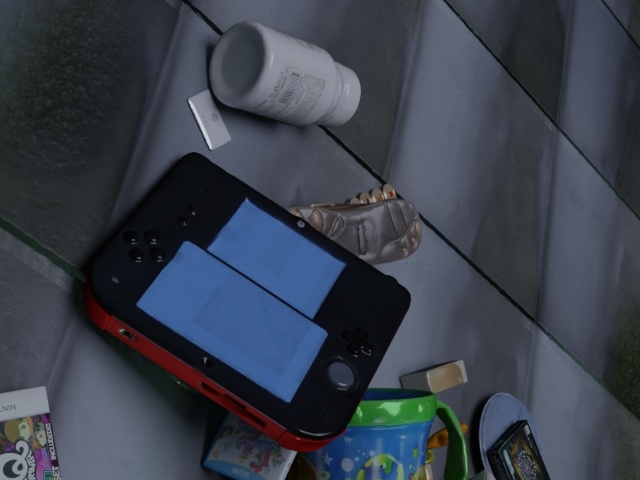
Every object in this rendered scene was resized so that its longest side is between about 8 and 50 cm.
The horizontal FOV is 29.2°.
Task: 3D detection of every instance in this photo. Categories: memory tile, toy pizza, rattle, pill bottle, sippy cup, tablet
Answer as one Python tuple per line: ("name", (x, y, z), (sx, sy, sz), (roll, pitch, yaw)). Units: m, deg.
("memory tile", (0.099, -0.033, 2.083), (0.148, 0.012, 0.113), (-24, 96, -51))
("toy pizza", (0.336, 0.376, 2.211), (0.201, 0.032, 0.201), (23, 59, -44))
("rattle", (0.169, 0.400, 1.917), (0.130, 0.142, 0.200), (59, 30, -47))
("pill bottle", (-0.048, -0.245, 1.882), (0.229, 0.131, 0.131), (12, 68, -48))
("sippy cup", (0.051, 0.328, 1.738), (0.240, 0.305, 0.224), (9, 80, -79))
("tablet", (-0.164, -0.179, 1.817), (0.054, 0.006, 0.083), (-36, 106, -51))

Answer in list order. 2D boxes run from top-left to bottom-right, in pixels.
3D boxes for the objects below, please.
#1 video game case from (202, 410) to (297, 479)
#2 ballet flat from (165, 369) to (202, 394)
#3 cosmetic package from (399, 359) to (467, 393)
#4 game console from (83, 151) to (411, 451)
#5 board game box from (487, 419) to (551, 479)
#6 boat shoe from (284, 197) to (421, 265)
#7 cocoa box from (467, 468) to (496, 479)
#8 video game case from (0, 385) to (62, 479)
("video game case", (-0.074, 0.246, 1.645), (0.166, 0.119, 0.015), (-65, 149, -16))
("ballet flat", (-0.124, 0.165, 1.711), (0.250, 0.058, 0.084), (-1, 99, -45))
("cosmetic package", (0.191, 0.233, 2.062), (0.115, 0.060, 0.041), (-10, 85, -50))
("game console", (-0.090, 0.072, 1.634), (0.386, 0.060, 0.342), (34, 47, 0))
("board game box", (0.364, 0.429, 2.176), (0.126, 0.026, 0.186), (-31, 101, -51))
("boat shoe", (0.000, 0.000, 1.871), (0.324, 0.116, 0.123), (-4, 96, -33))
("cocoa box", (0.253, 0.557, 1.759), (0.347, 0.231, 0.228), (50, 16, -6))
("video game case", (-0.377, 0.288, 1.354), (0.210, 0.042, 0.232), (-3, 80, -50))
